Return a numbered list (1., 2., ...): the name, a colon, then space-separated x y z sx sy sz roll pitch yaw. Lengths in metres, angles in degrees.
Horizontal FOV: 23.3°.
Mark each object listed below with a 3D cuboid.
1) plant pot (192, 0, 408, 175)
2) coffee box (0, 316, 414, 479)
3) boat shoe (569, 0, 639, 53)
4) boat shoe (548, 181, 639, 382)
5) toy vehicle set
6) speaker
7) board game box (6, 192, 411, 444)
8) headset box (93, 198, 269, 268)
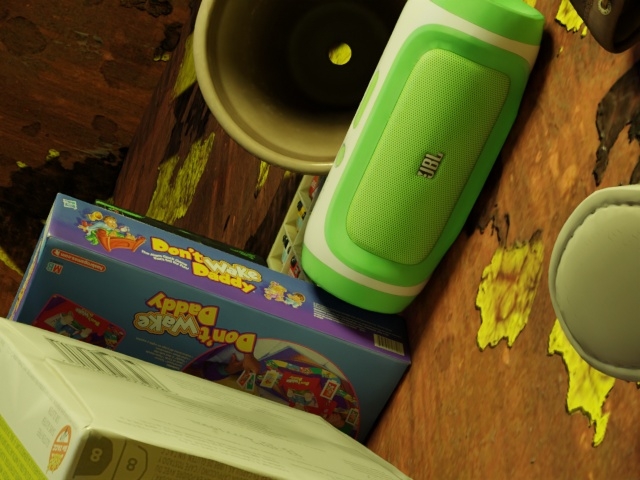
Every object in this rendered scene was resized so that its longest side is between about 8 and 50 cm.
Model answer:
1. plant pot: 0.010 -0.202 1.669 0.229 0.263 0.263 -41 -28 -84
2. coffee box: -0.128 0.288 1.170 0.338 0.338 0.334 23 92 64
3. boat shoe: 0.269 -0.246 1.024 0.342 0.123 0.123 -46 57 49
4. boat shoe: 0.231 -0.011 0.836 0.116 0.097 0.324 62 154 12
5. toy vehicle set: 0.000 0.000 1.786 0.267 0.035 0.166 -115 47 -70
6. speaker: 0.089 -0.087 1.391 0.131 0.131 0.296 -107 39 -67
7. board game box: -0.123 0.124 1.448 0.078 0.347 0.233 -94 28 -59
8. headset box: -0.185 0.063 1.965 0.283 0.246 0.131 -138 68 -76
